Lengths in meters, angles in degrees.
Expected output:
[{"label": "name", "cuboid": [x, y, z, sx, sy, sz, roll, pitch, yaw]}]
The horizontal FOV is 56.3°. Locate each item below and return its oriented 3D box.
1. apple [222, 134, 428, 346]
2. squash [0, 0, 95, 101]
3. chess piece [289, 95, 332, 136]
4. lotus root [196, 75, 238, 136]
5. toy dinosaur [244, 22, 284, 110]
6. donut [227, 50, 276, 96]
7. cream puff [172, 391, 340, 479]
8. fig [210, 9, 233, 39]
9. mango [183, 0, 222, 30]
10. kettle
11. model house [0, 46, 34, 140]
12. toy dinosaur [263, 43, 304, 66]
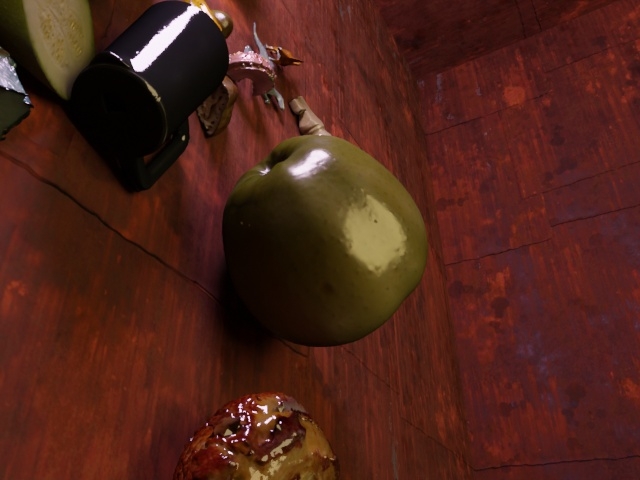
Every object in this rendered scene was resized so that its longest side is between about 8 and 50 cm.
[{"label": "apple", "cuboid": [0.000, 0.000, 1.325, 0.473, 0.474, 0.473, 46, 35, -46]}, {"label": "squash", "cuboid": [-0.420, -0.354, 0.948, 0.260, 0.189, 0.189, 44, 36, -44]}, {"label": "chess piece", "cuboid": [-0.034, -0.380, 1.960, 0.200, 0.090, 0.090, 60, 24, -2]}, {"label": "lotus root", "cuboid": [-0.244, -0.344, 1.449, 0.135, 0.096, 0.159, -57, 131, -65]}, {"label": "toy dinosaur", "cuboid": [-0.166, -0.524, 1.788, 0.167, 0.053, 0.242, 21, 54, -62]}, {"label": "donut", "cuboid": [-0.181, -0.464, 1.638, 0.166, 0.117, 0.065, 28, 53, -58]}, {"label": "cream puff", "cuboid": [-0.120, 0.420, 1.013, 0.351, 0.229, 0.350, -7, 99, -51]}, {"label": "fig", "cuboid": [-0.272, -0.570, 1.573, 0.088, 0.074, 0.074, 49, 25, 1]}, {"label": "mango", "cuboid": [-0.303, -0.550, 1.496, 0.101, 0.066, 0.187, 8, 61, -55]}, {"label": "kettle", "cuboid": [-0.330, -0.285, 1.151, 0.203, 0.262, 0.308, 29, 40, -10]}, {"label": "model house", "cuboid": [-0.492, -0.237, 0.825, 0.148, 0.120, 0.148, 13, 52, -62]}, {"label": "toy dinosaur", "cuboid": [-0.105, -0.566, 1.871, 0.142, 0.057, 0.212, 10, 17, -25]}]
